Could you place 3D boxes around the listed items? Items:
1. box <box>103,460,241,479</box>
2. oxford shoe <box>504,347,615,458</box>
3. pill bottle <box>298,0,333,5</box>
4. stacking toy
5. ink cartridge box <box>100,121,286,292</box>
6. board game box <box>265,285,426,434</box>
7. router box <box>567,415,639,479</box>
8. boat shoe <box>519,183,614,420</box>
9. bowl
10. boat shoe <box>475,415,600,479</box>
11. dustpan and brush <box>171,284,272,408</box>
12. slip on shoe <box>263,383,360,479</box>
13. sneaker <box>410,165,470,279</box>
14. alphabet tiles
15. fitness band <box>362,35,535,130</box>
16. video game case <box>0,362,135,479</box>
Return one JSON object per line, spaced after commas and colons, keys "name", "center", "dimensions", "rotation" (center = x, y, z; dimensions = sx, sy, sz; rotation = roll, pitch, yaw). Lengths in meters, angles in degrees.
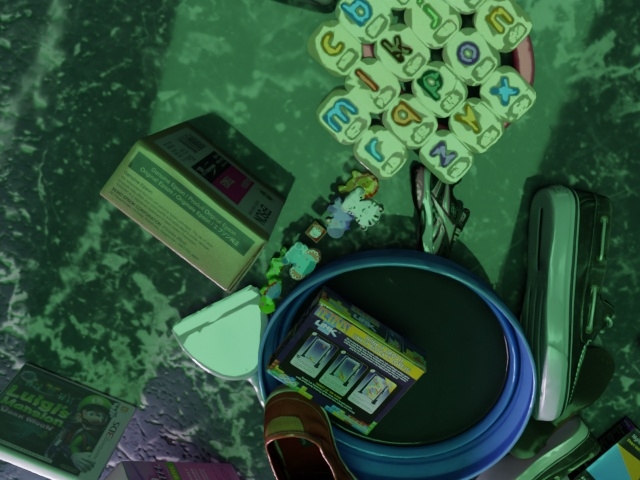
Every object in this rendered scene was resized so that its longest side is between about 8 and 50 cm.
{"name": "box", "center": [-0.250, 0.443, 1.040], "dimensions": [0.213, 0.243, 0.117], "rotation": [-47, 56, 12]}
{"name": "oxford shoe", "center": [0.358, 0.244, 1.068], "dimensions": [0.212, 0.076, 0.076], "rotation": [-42, 69, -3]}
{"name": "pill bottle", "center": [-0.026, -0.444, 0.852], "dimensions": [0.162, 0.162, 0.279], "rotation": [15, 104, -2]}
{"name": "stacking toy", "center": [0.000, 0.000, 0.962], "dimensions": [0.052, 0.167, 0.221], "rotation": [42, 101, -8]}
{"name": "ink cartridge box", "center": [-0.152, -0.056, 0.917], "dimensions": [0.193, 0.235, 0.088], "rotation": [37, 103, -8]}
{"name": "board game box", "center": [0.034, 0.164, 0.947], "dimensions": [0.170, 0.048, 0.141], "rotation": [34, 114, -6]}
{"name": "router box", "center": [0.496, 0.383, 1.103], "dimensions": [0.179, 0.046, 0.133], "rotation": [42, 102, -8]}
{"name": "boat shoe", "center": [0.356, 0.091, 0.984], "dimensions": [0.119, 0.121, 0.335], "rotation": [3, 97, -5]}
{"name": "bowl", "center": [0.108, 0.189, 1.015], "dimensions": [0.391, 0.077, 0.391], "rotation": [4, 116, 8]}
{"name": "boat shoe", "center": [0.333, 0.363, 1.088], "dimensions": [0.219, 0.078, 0.070], "rotation": [-37, 99, 9]}
{"name": "dustpan and brush", "center": [-0.117, 0.187, 1.077], "dimensions": [0.147, 0.060, 0.211], "rotation": [-26, 96, -2]}
{"name": "slip on shoe", "center": [-0.004, 0.363, 1.019], "dimensions": [0.123, 0.101, 0.331], "rotation": [-13, 114, 15]}
{"name": "sneaker", "center": [0.177, -0.021, 1.000], "dimensions": [0.077, 0.072, 0.178], "rotation": [-6, 105, 2]}
{"name": "alphabet tiles", "center": [0.133, -0.224, 0.926], "dimensions": [0.278, 0.021, 0.284], "rotation": [42, 105, -8]}
{"name": "fitness band", "center": [0.163, -0.266, 0.947], "dimensions": [0.209, 0.054, 0.291], "rotation": [-32, 100, 10]}
{"name": "video game case", "center": [-0.393, 0.272, 1.042], "dimensions": [0.190, 0.173, 0.022], "rotation": [23, 116, -4]}
